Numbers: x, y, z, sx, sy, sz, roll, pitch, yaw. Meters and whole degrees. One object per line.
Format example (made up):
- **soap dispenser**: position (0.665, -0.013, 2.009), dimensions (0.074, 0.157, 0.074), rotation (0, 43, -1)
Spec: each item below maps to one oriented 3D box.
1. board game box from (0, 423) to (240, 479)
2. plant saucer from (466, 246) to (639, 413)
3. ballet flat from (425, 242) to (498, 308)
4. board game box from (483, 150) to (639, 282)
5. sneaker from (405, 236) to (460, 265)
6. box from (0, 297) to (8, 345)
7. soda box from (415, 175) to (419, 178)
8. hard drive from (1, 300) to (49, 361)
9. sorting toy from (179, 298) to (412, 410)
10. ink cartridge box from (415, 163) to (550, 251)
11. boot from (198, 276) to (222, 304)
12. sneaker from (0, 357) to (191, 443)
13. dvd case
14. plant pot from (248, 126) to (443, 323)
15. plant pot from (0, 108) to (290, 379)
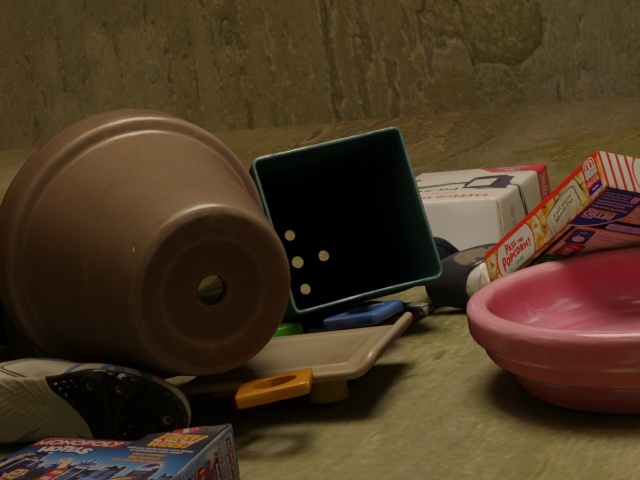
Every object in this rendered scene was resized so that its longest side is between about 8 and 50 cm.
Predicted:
- **board game box**: position (-0.155, 0.189, 1.156), dimensions (0.194, 0.060, 0.194), rotation (-1, 11, 32)
- **plant saucer**: position (0.296, 0.076, 1.377), dimensions (0.332, 0.084, 0.332), rotation (-7, 10, 1)
- **ballet flat**: position (0.215, 0.037, 1.685), dimensions (0.203, 0.074, 0.074), rotation (-7, 10, -9)
- **board game box**: position (0.275, -0.007, 1.547), dimensions (0.146, 0.045, 0.193), rotation (9, -36, -29)
- **sneaker**: position (0.132, 0.030, 1.760), dimensions (0.059, 0.053, 0.144), rotation (-5, -15, 38)
- **box**: position (-0.296, 0.027, 1.693), dimensions (0.270, 0.060, 0.216), rotation (-30, -14, 16)
- **soda box**: position (0.067, -0.052, 2.260), dimensions (0.216, 0.069, 0.074), rotation (-1, 12, 35)
- **hard drive**: position (-0.278, 0.108, 1.579), dimensions (0.022, 0.094, 0.135), rotation (-16, 13, -34)
- **sorting toy**: position (-0.019, 0.121, 1.462), dimensions (0.196, 0.047, 0.347), rotation (-11, 6, 17)
- **ink cartridge box**: position (0.174, -0.023, 1.936), dimensions (0.172, 0.100, 0.237), rotation (-4, 11, 22)
- **boot**: position (-0.193, 0.060, 1.852), dimensions (0.258, 0.095, 0.123), rotation (-14, -22, 29)
- **sneaker**: position (-0.213, 0.139, 1.394), dimensions (0.237, 0.085, 0.086), rotation (0, 17, 28)
- **dvd case**: position (0.056, 0.085, 1.687), dimensions (0.087, 0.013, 0.119), rotation (0, 14, 35)
- **plant pot**: position (0.000, 0.000, 1.712), dimensions (0.165, 0.166, 0.234), rotation (-14, -8, -17)
- **plant pot**: position (-0.137, 0.023, 1.416), dimensions (0.263, 0.263, 0.229), rotation (-13, 16, -25)
